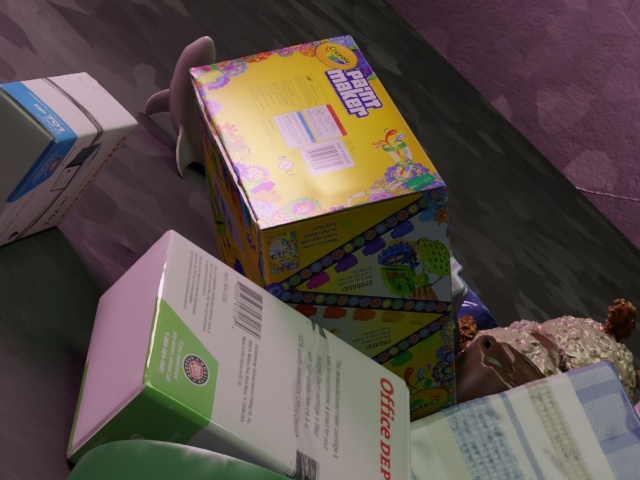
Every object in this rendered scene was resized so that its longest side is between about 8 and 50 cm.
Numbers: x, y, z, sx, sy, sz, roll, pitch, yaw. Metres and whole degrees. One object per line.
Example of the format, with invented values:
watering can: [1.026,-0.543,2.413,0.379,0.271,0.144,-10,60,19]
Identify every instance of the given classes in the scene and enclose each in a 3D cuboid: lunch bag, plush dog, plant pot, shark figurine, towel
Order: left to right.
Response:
shark figurine: [-0.126,-0.102,1.976,0.278,0.166,0.116,52,38,-25]
lunch bag: [0.181,0.093,2.140,0.098,0.065,0.067,53,0,27]
plant pot: [0.160,0.199,1.681,0.167,0.165,0.167,37,19,-15]
towel: [0.204,0.243,1.546,0.285,0.034,0.209,-16,70,-24]
plush dog: [0.273,0.171,1.995,0.225,0.211,0.262,-7,46,-36]

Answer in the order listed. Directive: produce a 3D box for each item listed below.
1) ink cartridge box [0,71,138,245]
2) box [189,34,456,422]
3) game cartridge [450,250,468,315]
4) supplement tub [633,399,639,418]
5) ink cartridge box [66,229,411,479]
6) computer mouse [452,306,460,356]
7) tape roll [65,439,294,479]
ink cartridge box: [-0.268,-0.075,1.489,0.082,0.140,0.190,42,17,7]
box: [0.000,0.000,1.584,0.290,0.177,0.279,-116,-164,-50]
game cartridge: [0.056,-0.018,1.852,0.294,0.060,0.196,55,-16,18]
supplement tub: [0.432,0.272,1.802,0.235,0.325,0.235,36,18,-14]
ink cartridge box: [-0.060,0.149,1.365,0.273,0.115,0.198,34,33,-23]
computer mouse: [0.099,0.024,1.696,0.071,0.041,0.242,98,-24,-63]
tape roll: [-0.027,0.246,0.969,0.321,0.321,0.077,38,58,-10]
